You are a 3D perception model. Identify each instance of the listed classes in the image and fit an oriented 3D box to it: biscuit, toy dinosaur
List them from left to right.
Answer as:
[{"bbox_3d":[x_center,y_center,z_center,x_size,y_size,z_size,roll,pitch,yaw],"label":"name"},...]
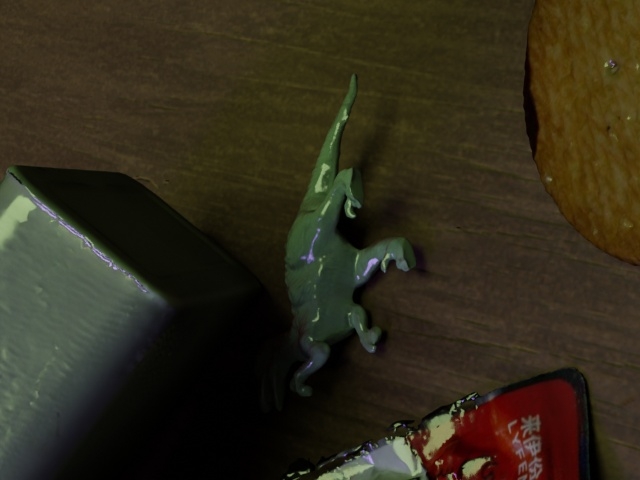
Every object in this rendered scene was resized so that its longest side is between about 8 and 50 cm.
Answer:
[{"bbox_3d":[0.000,0.000,1.500,0.167,0.053,0.242,-18,72,49],"label":"toy dinosaur"},{"bbox_3d":[0.238,-0.129,1.283,0.305,0.038,0.305,-19,67,53],"label":"biscuit"}]

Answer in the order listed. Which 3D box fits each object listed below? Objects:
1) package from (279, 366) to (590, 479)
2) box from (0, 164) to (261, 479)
[{"bbox_3d":[0.074,0.206,1.354,0.269,0.071,0.194,-20,64,26],"label":"package"},{"bbox_3d":[-0.228,0.125,1.455,0.177,0.352,0.344,38,96,7],"label":"box"}]
